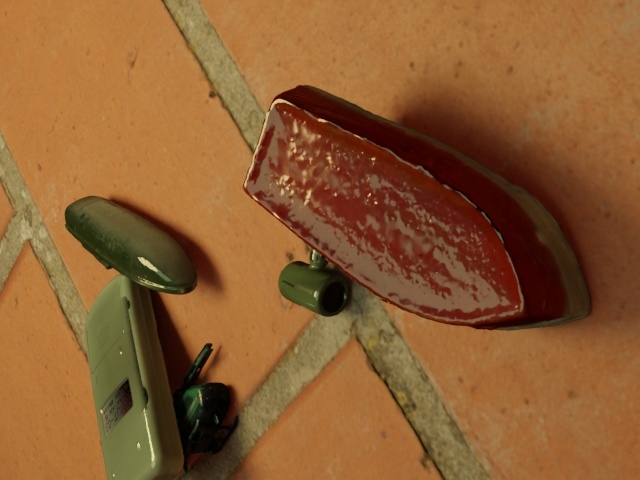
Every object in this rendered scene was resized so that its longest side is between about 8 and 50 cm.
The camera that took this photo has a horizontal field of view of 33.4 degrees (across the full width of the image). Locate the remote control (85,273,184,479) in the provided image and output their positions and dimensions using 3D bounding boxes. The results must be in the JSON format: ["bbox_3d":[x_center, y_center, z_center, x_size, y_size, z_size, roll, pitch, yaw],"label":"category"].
[{"bbox_3d":[-0.242,0.186,1.356,0.140,0.056,0.296,-47,46,36],"label":"remote control"}]

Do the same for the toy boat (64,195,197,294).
[{"bbox_3d":[-0.237,0.014,1.354,0.260,0.078,0.085,26,134,43],"label":"toy boat"}]

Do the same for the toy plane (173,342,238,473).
[{"bbox_3d":[-0.171,0.235,1.335,0.096,0.060,0.235,57,130,34],"label":"toy plane"}]

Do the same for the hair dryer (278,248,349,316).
[{"bbox_3d":[0.000,0.000,1.119,0.071,0.047,0.150,21,106,45],"label":"hair dryer"}]

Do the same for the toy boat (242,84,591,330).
[{"bbox_3d":[0.093,-0.021,0.960,0.332,0.133,0.145,34,116,26],"label":"toy boat"}]
